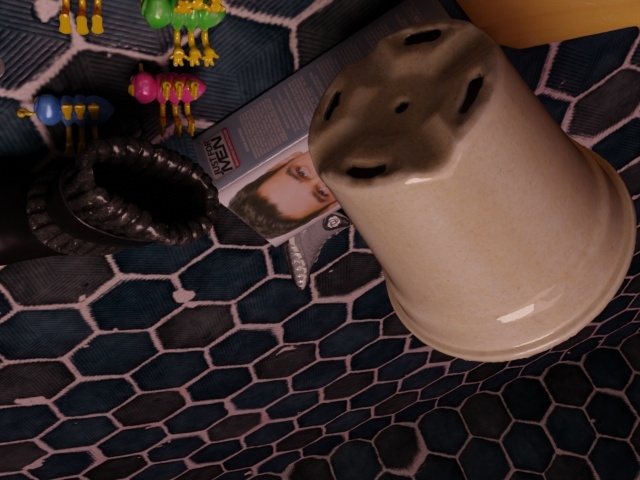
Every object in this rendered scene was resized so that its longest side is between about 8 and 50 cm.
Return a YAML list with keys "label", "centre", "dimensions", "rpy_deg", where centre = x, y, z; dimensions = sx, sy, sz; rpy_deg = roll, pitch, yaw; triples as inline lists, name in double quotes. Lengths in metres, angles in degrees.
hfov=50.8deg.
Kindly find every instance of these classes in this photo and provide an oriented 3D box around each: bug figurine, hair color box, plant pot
- label: "bug figurine"
  centre: [-0.220, -0.206, 0.737]
  dimensions: [0.217, 0.072, 0.279]
  rpy_deg: [-1, 147, -21]
- label: "hair color box"
  centre: [0.033, -0.156, 0.940]
  dimensions: [0.375, 0.113, 0.185]
  rpy_deg: [-30, 147, 12]
- label: "plant pot"
  centre: [0.155, -0.071, 0.785]
  dimensions: [0.334, 0.333, 0.305]
  rpy_deg: [-33, 135, 15]

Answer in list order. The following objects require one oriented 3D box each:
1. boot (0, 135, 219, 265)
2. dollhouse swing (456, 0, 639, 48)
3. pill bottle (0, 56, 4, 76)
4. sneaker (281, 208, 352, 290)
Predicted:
- label: "boot"
  centre: [-0.320, -0.038, 0.770]
  dimensions: [0.348, 0.131, 0.260]
  rpy_deg: [-8, -178, -38]
- label: "dollhouse swing"
  centre: [0.335, -0.426, 0.789]
  dimensions: [0.347, 0.305, 0.314]
  rpy_deg: [26, 82, -50]
- label: "pill bottle"
  centre: [-0.398, -0.155, 0.695]
  dimensions: [0.137, 0.078, 0.078]
  rpy_deg: [-34, 147, 16]
- label: "sneaker"
  centre: [0.000, 0.000, 1.179]
  dimensions: [0.132, 0.086, 0.228]
  rpy_deg: [-20, 147, -10]
